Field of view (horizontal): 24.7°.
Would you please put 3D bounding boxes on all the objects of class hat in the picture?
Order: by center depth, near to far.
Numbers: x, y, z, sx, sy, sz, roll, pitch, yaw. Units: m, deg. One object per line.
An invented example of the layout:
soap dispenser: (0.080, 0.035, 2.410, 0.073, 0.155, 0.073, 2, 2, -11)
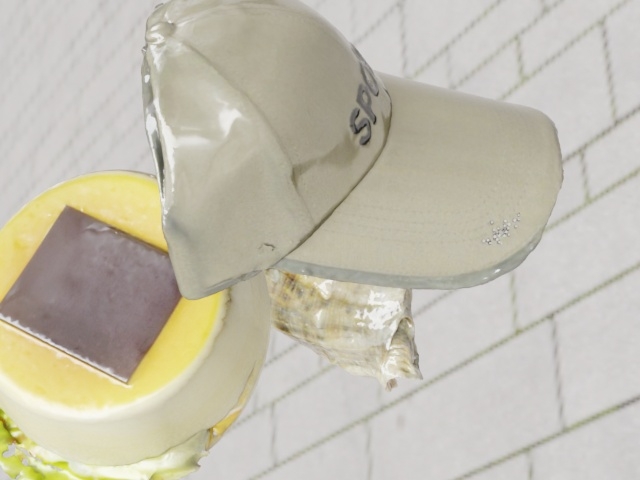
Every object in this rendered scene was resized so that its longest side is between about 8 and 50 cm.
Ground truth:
hat: (0.015, -0.055, 0.570, 0.085, 0.175, 0.147, 108, 162, -52)

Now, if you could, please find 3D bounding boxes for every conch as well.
conch: (-0.014, -0.003, 1.259, 0.210, 0.159, 0.291, -38, 58, 48)

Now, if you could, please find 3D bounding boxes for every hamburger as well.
hamburger: (-0.086, 0.041, 0.617, 0.081, 0.126, 0.141, 66, -146, -62)
